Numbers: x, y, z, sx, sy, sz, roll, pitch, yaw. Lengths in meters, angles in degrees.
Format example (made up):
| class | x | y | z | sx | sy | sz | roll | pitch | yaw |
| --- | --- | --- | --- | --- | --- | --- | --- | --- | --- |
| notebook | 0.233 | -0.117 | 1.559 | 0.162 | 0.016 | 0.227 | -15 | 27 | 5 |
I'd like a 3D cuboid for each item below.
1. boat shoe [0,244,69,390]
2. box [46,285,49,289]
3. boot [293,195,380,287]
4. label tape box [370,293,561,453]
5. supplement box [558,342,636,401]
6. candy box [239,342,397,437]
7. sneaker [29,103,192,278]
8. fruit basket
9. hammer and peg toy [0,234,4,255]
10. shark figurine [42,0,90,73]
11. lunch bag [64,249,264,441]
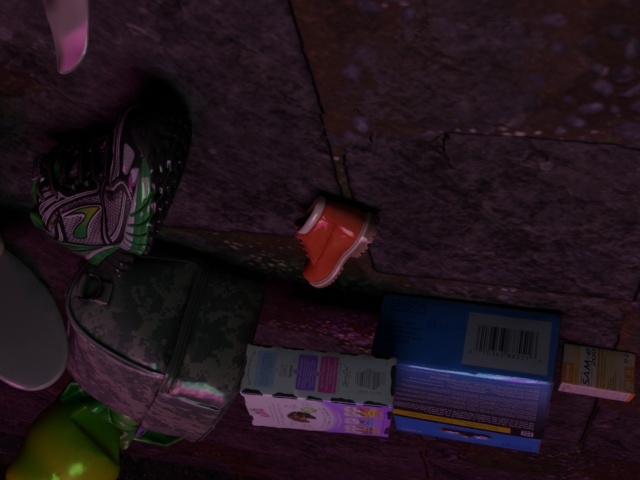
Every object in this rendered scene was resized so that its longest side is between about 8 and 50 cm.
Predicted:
| class | x | y | z | sx | sy | sz | roll | pitch | yaw |
| --- | --- | --- | --- | --- | --- | --- | --- | --- | --- |
| boat shoe | -0.459 | 0.069 | 1.106 | 0.340 | 0.127 | 0.158 | 52 | 160 | 9 |
| box | -0.551 | 0.115 | 1.281 | 0.153 | 0.108 | 0.207 | 12 | 180 | 2 |
| boot | 0.000 | 0.000 | 0.953 | 0.084 | 0.059 | 0.158 | 23 | 144 | -12 |
| label tape box | 0.218 | 0.205 | 1.192 | 0.240 | 0.106 | 0.334 | 6 | 153 | 15 |
| supplement box | 0.388 | 0.185 | 1.126 | 0.098 | 0.062 | 0.036 | 7 | 154 | 10 |
| candy box | 0.000 | 0.205 | 1.079 | 0.196 | 0.070 | 0.165 | 5 | 153 | 4 |
| sneaker | -0.242 | -0.052 | 0.869 | 0.146 | 0.134 | 0.343 | 24 | 152 | -19 |
| fruit basket | -0.372 | 0.329 | 1.421 | 0.283 | 0.392 | 0.392 | 21 | 153 | -16 |
| hammer and peg toy | -0.530 | -0.015 | 0.924 | 0.361 | 0.127 | 0.266 | -28 | 90 | 43 |
| shark figurine | -0.239 | -0.227 | 0.564 | 0.278 | 0.116 | 0.166 | 11 | 127 | -5 |
| lunch bag | -0.244 | 0.143 | 1.164 | 0.256 | 0.213 | 0.305 | 18 | 153 | -11 |
